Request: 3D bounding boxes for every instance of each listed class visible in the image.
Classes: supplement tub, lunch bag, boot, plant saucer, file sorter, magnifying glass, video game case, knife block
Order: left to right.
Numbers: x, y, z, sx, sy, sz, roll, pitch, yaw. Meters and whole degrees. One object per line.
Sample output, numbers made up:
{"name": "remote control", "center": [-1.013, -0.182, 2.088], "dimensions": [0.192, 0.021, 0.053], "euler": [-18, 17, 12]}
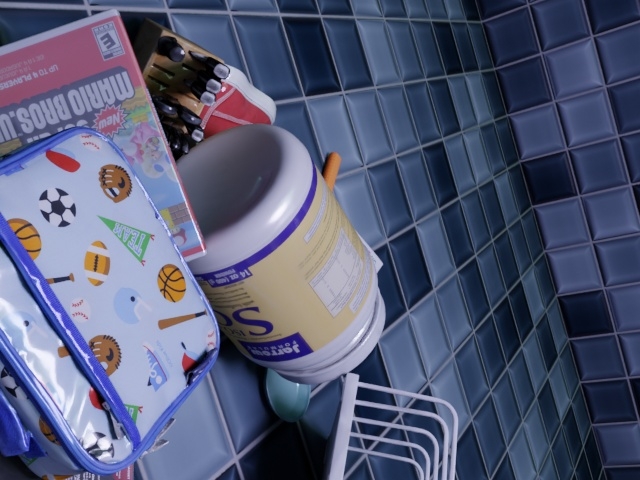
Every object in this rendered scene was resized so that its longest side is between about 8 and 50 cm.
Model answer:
{"name": "lunch bag", "center": [-0.229, 0.064, 0.694], "dimensions": [0.303, 0.115, 0.243], "euler": [62, 34, -15]}
{"name": "video game case", "center": [-0.269, -0.085, 0.824], "dimensions": [0.025, 0.204, 0.285], "euler": [-111, -178, -81]}
{"name": "knife block", "center": [-0.180, -0.226, 0.954], "dimensions": [0.088, 0.242, 0.275], "euler": [25, 55, -26]}
{"name": "boot", "center": [-0.151, -0.162, 1.158], "dimensions": [0.244, 0.088, 0.176], "euler": [16, 93, -76]}
{"name": "supplement tub", "center": [-0.063, 0.030, 1.040], "dimensions": [0.331, 0.241, 0.241], "euler": [56, 36, -40]}
{"name": "plant saucer", "center": [-0.058, 0.232, 1.197], "dimensions": [0.119, 0.021, 0.119], "euler": [29, 54, -50]}
{"name": "magnifying glass", "center": [0.006, -0.077, 1.412], "dimensions": [0.092, 0.026, 0.231], "euler": [49, 40, -37]}
{"name": "file sorter", "center": [0.090, 0.357, 1.117], "dimensions": [0.277, 0.173, 0.192], "euler": [98, 3, -54]}

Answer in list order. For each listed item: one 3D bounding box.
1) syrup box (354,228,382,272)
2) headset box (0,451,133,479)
{"name": "syrup box", "center": [0.000, 0.000, 1.281], "dimensions": [0.093, 0.096, 0.237], "euler": [-54, 129, -16]}
{"name": "headset box", "center": [-0.306, 0.167, 0.740], "dimensions": [0.293, 0.110, 0.218], "euler": [19, 62, -54]}
